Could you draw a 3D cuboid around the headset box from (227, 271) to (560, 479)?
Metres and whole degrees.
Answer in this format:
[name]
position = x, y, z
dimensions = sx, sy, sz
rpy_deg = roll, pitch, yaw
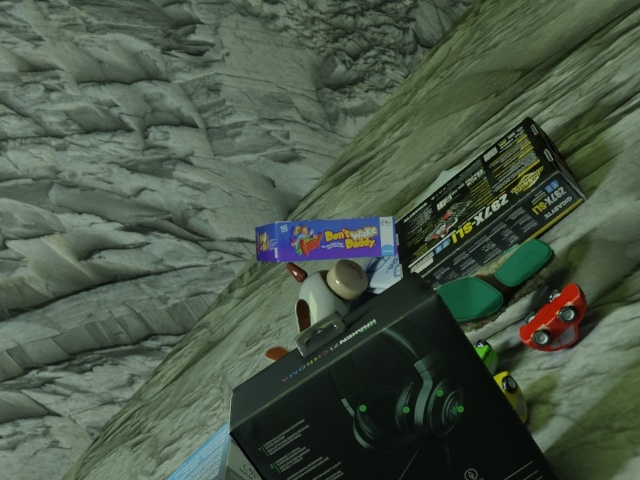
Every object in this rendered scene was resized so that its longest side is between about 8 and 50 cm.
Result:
[headset box]
position = 0.072, 0.204, 0.937
dimensions = 0.246, 0.283, 0.131
rpy_deg = -34, 9, 1

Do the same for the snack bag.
[snack bag]
position = 0.225, -0.025, 1.817
dimensions = 0.342, 0.037, 0.323
rpy_deg = -51, 13, -12

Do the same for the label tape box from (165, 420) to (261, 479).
[label tape box]
position = -0.204, 0.485, 1.535
dimensions = 0.240, 0.106, 0.333
rpy_deg = -45, 14, 15

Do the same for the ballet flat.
[ballet flat]
position = 0.233, 0.079, 1.251
dimensions = 0.241, 0.091, 0.077
rpy_deg = -25, -40, -23

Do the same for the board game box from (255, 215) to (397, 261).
[board game box]
position = 0.000, 0.000, 1.886
dimensions = 0.347, 0.234, 0.078
rpy_deg = 175, 93, -79

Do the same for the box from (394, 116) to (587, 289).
[box]
position = 0.272, -0.046, 1.545
dimensions = 0.322, 0.079, 0.257
rpy_deg = -40, 21, 18

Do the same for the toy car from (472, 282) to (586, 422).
[toy car]
position = 0.232, 0.165, 1.176
dimensions = 0.239, 0.053, 0.225
rpy_deg = -51, 13, -20

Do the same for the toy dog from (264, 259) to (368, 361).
[toy dog]
position = -0.029, 0.153, 1.791
dimensions = 0.220, 0.161, 0.333
rpy_deg = -59, 5, 25
